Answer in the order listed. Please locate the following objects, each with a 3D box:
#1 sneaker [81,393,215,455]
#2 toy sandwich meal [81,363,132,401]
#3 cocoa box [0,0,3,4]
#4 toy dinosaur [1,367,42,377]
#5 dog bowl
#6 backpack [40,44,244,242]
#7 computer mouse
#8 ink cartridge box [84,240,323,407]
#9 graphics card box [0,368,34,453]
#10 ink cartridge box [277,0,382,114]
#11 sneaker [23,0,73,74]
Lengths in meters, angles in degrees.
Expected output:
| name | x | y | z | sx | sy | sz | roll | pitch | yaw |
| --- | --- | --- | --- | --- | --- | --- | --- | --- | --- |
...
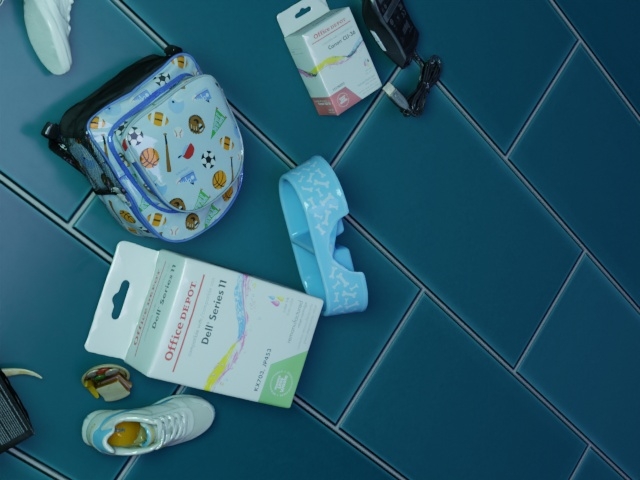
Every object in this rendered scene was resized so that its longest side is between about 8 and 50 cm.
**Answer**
| name | x | y | z | sx | sy | sz | roll | pitch | yaw |
| --- | --- | --- | --- | --- | --- | --- | --- | --- | --- |
| sneaker | -0.275 | 0.315 | 1.568 | 0.228 | 0.092 | 0.088 | -6 | 98 | -33 |
| toy sandwich meal | -0.347 | 0.232 | 1.526 | 0.085 | 0.029 | 0.086 | -10 | 143 | -8 |
| cocoa box | -0.555 | -0.471 | 1.198 | 0.347 | 0.231 | 0.228 | 24 | 83 | -33 |
| toy dinosaur | -0.528 | 0.207 | 1.427 | 0.183 | 0.053 | 0.093 | -24 | 123 | -26 |
| dog bowl | 0.000 | 0.000 | 1.666 | 0.074 | 0.166 | 0.297 | -19 | 107 | -17 |
| backpack | -0.240 | -0.134 | 1.471 | 0.276 | 0.213 | 0.263 | -41 | 126 | -25 |
| computer mouse | 0.127 | -0.350 | 1.738 | 0.262 | 0.060 | 0.184 | 50 | 49 | -36 |
| ink cartridge box | -0.191 | 0.143 | 1.581 | 0.353 | 0.119 | 0.207 | 19 | 87 | -32 |
| graphics card box | -0.621 | 0.262 | 1.304 | 0.370 | 0.094 | 0.233 | -30 | 114 | -15 |
| ink cartridge box | 0.016 | -0.337 | 1.679 | 0.115 | 0.067 | 0.198 | -37 | 114 | -23 |
| sneaker | -0.399 | -0.360 | 1.412 | 0.094 | 0.080 | 0.212 | -27 | 109 | -39 |
